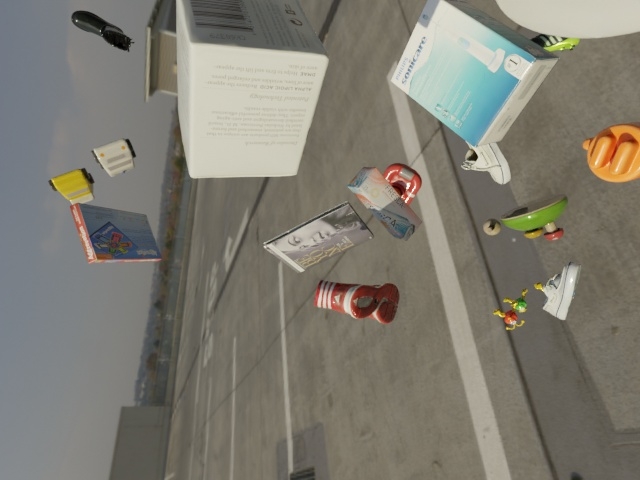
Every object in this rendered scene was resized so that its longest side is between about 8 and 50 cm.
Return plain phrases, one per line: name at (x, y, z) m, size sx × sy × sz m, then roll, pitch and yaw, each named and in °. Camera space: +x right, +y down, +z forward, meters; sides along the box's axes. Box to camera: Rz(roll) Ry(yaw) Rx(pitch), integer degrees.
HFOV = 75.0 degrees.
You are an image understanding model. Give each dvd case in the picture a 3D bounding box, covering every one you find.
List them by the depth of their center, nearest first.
dvd case at (0.000, 0.000, 0.994) m, size 0.222 × 0.164 × 0.018 m, roll -25°, pitch 55°, yaw 15°

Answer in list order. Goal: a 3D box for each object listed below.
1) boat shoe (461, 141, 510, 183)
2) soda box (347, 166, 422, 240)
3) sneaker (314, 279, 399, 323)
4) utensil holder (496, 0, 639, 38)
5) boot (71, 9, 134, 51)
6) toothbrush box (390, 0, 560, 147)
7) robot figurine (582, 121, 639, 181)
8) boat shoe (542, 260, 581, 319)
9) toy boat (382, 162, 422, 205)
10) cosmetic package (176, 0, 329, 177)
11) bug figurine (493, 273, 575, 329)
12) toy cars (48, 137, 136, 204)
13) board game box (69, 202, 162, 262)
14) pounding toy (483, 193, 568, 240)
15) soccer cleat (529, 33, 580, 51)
boat shoe at (0.647, -0.344, 1.710) m, size 0.157 × 0.367 × 0.135 m, roll -34°, pitch 35°, yaw 12°
soda box at (0.146, -0.082, 0.939) m, size 0.063 × 0.183 × 0.058 m, roll -50°, pitch 24°, yaw -8°
sneaker at (0.070, 0.111, 0.848) m, size 0.128 × 0.221 × 0.086 m, roll 12°, pitch 81°, yaw 34°
utensil holder at (0.403, -0.518, 0.525) m, size 0.328 × 0.328 × 0.384 m, roll 178°, pitch 102°, yaw -71°
boot at (-0.504, -0.485, 0.967) m, size 0.099 × 0.121 × 0.045 m, roll 49°, pitch 119°, yaw 40°
toothbrush box at (0.339, -0.394, 0.966) m, size 0.295 × 0.126 × 0.216 m, roll 48°, pitch 137°, yaw 25°
robot figurine at (0.689, -0.197, 0.924) m, size 0.158 × 0.220 × 0.128 m, roll -23°, pitch 83°, yaw 58°
boat shoe at (0.642, 0.137, 1.128) m, size 0.076 × 0.083 × 0.226 m, roll 19°, pitch 142°, yaw 34°
toy boat at (0.281, -0.175, 1.606) m, size 0.231 × 0.151 × 0.151 m, roll -62°, pitch -3°, yaw 32°
cosmetic package at (-0.100, -0.198, 0.537) m, size 0.183 × 0.152 × 0.151 m, roll 112°, pitch 146°, yaw -49°
bug figurine at (0.747, 0.207, 1.439) m, size 0.279 × 0.216 × 0.072 m, roll -33°, pitch 83°, yaw 26°
toy cars at (-0.639, -0.182, 1.195) m, size 0.394 × 0.176 × 0.087 m, roll -19°, pitch 100°, yaw 29°
board game box at (-0.525, -0.012, 1.098) m, size 0.281 × 0.027 × 0.144 m, roll 15°, pitch -129°, yaw -80°
pounding toy at (0.612, -0.041, 1.221) m, size 0.110 × 0.237 × 0.183 m, roll 66°, pitch -160°, yaw -2°
soccer cleat at (0.679, -0.603, 1.256) m, size 0.060 × 0.179 × 0.072 m, roll -9°, pitch -83°, yaw -76°
